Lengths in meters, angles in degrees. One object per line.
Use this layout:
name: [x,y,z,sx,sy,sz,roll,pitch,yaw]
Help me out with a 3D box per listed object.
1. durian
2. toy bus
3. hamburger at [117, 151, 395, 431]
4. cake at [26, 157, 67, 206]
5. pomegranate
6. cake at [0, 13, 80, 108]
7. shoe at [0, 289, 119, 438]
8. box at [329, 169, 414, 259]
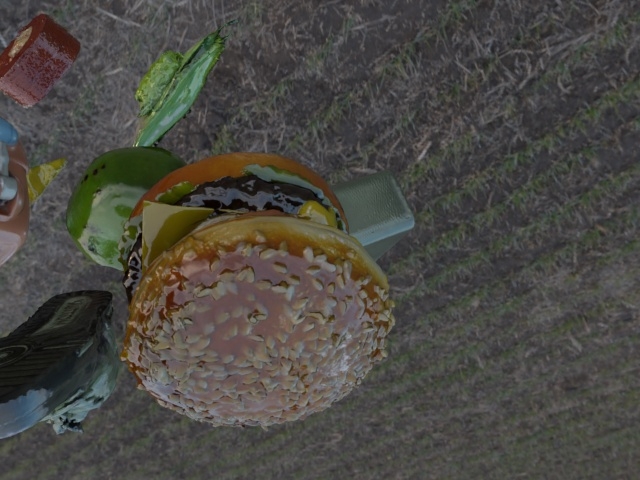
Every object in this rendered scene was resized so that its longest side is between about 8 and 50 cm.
durian: [-0.299,-0.310,1.156,0.375,0.107,0.132,-57,160,5]
toy bus: [-0.554,-0.081,0.860,0.232,0.287,0.194,-24,161,23]
hamburger: [-0.070,0.058,0.602,0.291,0.225,0.290,-8,129,-10]
cake: [-0.793,-0.164,1.633,0.080,0.185,0.116,-20,94,35]
pomegranate: [-0.311,-0.067,0.981,0.236,0.301,0.235,-12,125,-17]
cake: [-0.857,-0.532,1.712,0.283,0.177,0.151,-45,141,0]
shoe: [-0.283,0.161,0.624,0.109,0.293,0.149,-5,105,-5]
box: [0.000,0.000,1.368,0.344,0.177,0.352,-18,167,-19]
